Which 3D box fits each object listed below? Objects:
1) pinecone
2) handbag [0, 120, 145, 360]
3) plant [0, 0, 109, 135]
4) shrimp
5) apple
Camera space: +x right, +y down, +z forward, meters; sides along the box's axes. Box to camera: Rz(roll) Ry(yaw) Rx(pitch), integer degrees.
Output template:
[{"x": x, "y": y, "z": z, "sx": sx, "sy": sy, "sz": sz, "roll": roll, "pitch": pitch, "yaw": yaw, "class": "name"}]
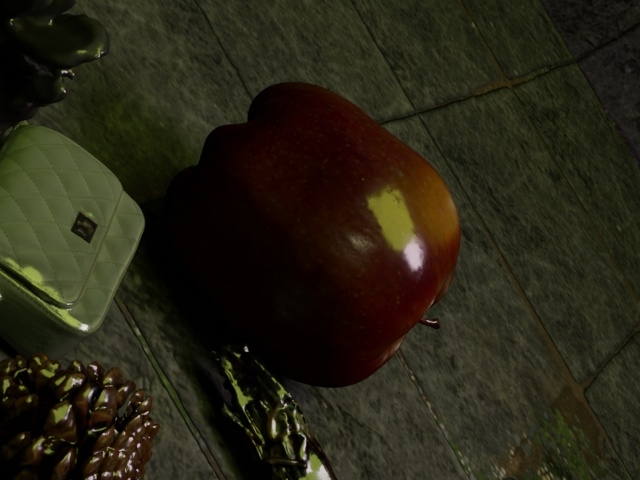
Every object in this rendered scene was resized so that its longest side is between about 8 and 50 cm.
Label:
[{"x": -0.212, "y": 0.163, "z": 1.274, "sx": 0.173, "sy": 0.173, "sz": 0.174, "roll": 42, "pitch": 30, "yaw": -31, "class": "pinecone"}, {"x": -0.273, "y": -0.026, "z": 1.452, "sx": 0.219, "sy": 0.079, "sz": 0.256, "roll": 45, "pitch": 27, "yaw": -19, "class": "handbag"}, {"x": -0.318, "y": -0.182, "z": 1.312, "sx": 0.188, "sy": 0.276, "sz": 0.199, "roll": 41, "pitch": 32, "yaw": -42, "class": "plant"}, {"x": -0.046, "y": 0.275, "z": 1.547, "sx": 0.233, "sy": 0.071, "sz": 0.365, "roll": -11, "pitch": 77, "yaw": -58, "class": "shrimp"}, {"x": 0.000, "y": 0.000, "z": 1.689, "sx": 0.317, "sy": 0.288, "sz": 0.288, "roll": 44, "pitch": 26, "yaw": -1, "class": "apple"}]
